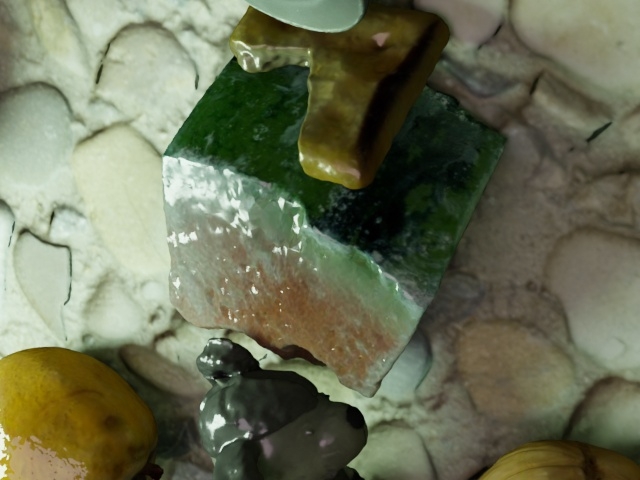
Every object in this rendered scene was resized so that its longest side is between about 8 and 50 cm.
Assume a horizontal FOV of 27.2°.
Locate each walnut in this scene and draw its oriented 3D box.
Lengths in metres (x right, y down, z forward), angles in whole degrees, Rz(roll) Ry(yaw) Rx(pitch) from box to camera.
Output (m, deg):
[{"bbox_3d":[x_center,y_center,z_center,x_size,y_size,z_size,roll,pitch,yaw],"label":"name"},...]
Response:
[{"bbox_3d":[0.198,0.274,1.105,0.193,0.193,0.225,29,120,16],"label":"walnut"}]

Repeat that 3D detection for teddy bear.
[{"bbox_3d":[-0.022,0.211,1.155,0.144,0.171,0.251,-12,127,17],"label":"teddy bear"}]

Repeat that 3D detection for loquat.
[{"bbox_3d":[-0.260,0.208,1.336,0.234,0.176,0.187,31,138,18],"label":"loquat"}]

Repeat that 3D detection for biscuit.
[{"bbox_3d":[-0.004,-0.135,1.072,0.183,0.174,0.039,21,156,23],"label":"biscuit"}]

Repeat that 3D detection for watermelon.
[{"bbox_3d":[-0.005,-0.001,1.119,0.264,0.151,0.302,26,120,18],"label":"watermelon"}]

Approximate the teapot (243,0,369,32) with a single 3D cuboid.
[{"bbox_3d":[-0.014,-0.271,1.029,0.239,0.149,0.162,12,159,43],"label":"teapot"}]
